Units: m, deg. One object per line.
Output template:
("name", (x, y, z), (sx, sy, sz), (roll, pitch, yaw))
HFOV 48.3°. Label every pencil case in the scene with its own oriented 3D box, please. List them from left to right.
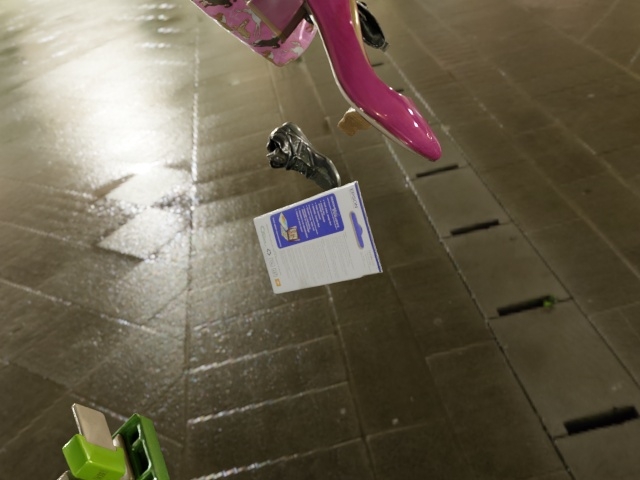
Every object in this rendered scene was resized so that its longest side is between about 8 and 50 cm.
("pencil case", (-0.170, -0.536, 1.539), (0.167, 0.386, 0.160), (-41, 50, 15))

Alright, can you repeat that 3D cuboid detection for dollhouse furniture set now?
("dollhouse furniture set", (-0.427, 0.421, 1.166), (0.301, 0.197, 0.151), (-45, 45, 7))

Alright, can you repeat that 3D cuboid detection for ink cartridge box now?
("ink cartridge box", (0.000, 0.000, 1.446), (0.069, 0.175, 0.371), (-16, 0, -35))

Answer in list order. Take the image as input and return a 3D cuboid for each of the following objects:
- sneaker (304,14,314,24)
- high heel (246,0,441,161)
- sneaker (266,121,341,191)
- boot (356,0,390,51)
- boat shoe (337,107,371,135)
("sneaker", (0.013, -0.505, 1.545), (0.081, 0.211, 0.080), (-45, 9, -17))
("high heel", (0.080, -0.291, 1.055), (0.181, 0.377, 0.127), (-47, 8, 9))
("sneaker", (-0.054, -0.197, 1.845), (0.130, 0.227, 0.087), (-39, -4, -42))
("boot", (0.011, -0.472, 1.327), (0.091, 0.263, 0.229), (-48, 39, 17))
("boat shoe", (0.089, -0.286, 1.621), (0.059, 0.063, 0.170), (-56, 14, -12))
